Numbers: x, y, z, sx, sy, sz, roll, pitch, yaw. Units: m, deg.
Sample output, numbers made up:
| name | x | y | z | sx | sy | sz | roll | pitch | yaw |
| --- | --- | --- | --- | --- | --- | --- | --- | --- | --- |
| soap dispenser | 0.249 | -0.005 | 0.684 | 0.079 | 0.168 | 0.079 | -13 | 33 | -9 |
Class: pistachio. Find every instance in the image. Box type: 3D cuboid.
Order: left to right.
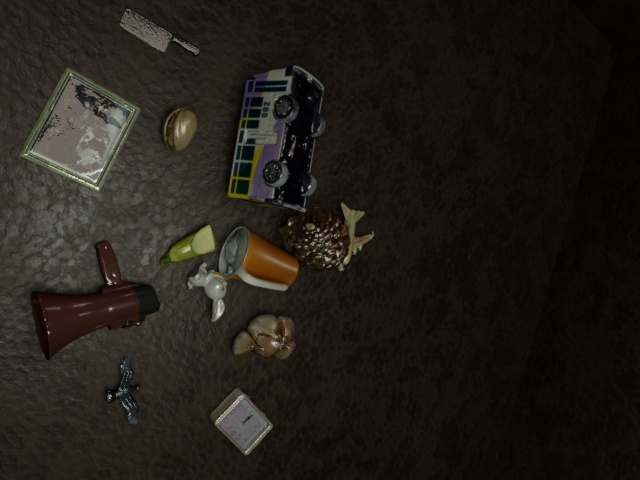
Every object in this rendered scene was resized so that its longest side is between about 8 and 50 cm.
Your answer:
| name | x | y | z | sx | sy | sz | roll | pitch | yaw |
| --- | --- | --- | --- | --- | --- | --- | --- | --- | --- |
| pistachio | -0.445 | -0.355 | 1.501 | 0.113 | 0.113 | 0.149 | 17 | 100 | -30 |

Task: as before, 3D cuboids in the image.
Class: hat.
| name | x | y | z | sx | sy | sz | roll | pitch | yaw |
| --- | --- | --- | --- | --- | --- | --- | --- | --- | --- |
| hat | -0.126 | -0.035 | 1.734 | 0.146 | 0.067 | 0.146 | 15 | 90 | -72 |

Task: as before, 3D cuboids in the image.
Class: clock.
| name | x | y | z | sx | sy | sz | roll | pitch | yaw |
| --- | --- | --- | --- | --- | --- | --- | --- | --- | --- |
| clock | -0.280 | 0.641 | 1.689 | 0.147 | 0.071 | 0.192 | -43 | 113 | -20 |

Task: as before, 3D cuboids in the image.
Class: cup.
| name | x | y | z | sx | sy | sz | roll | pitch | yaw |
| --- | --- | --- | --- | --- | --- | --- | --- | --- | --- |
| cup | -0.204 | 0.085 | 1.614 | 0.263 | 0.226 | 0.182 | 24 | 114 | -36 |

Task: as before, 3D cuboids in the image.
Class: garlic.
| name | x | y | z | sx | sy | sz | roll | pitch | yaw |
| --- | --- | --- | --- | --- | --- | --- | --- | --- | --- |
| garlic | -0.195 | 0.334 | 1.670 | 0.213 | 0.191 | 0.160 | 13 | 63 | -19 |

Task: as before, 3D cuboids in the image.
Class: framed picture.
| name | x | y | z | sx | sy | sz | roll | pitch | yaw |
| --- | --- | --- | --- | --- | --- | --- | --- | --- | --- |
| framed picture | -0.699 | -0.323 | 1.398 | 0.232 | 0.019 | 0.297 | 27 | 81 | -29 |

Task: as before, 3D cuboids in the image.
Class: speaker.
| name | x | y | z | sx | sy | sz | roll | pitch | yaw |
| --- | --- | --- | --- | --- | --- | --- | --- | --- | --- |
| speaker | -0.678 | 0.171 | 1.410 | 0.329 | 0.198 | 0.259 | -20 | 64 | -42 |

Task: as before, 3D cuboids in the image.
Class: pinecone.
| name | x | y | z | sx | sy | sz | roll | pitch | yaw |
| --- | --- | --- | --- | --- | --- | --- | --- | --- | --- |
| pinecone | 0.000 | 0.000 | 1.666 | 0.224 | 0.224 | 0.273 | -57 | 151 | -14 |

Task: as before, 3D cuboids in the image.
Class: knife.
| name | x | y | z | sx | sy | sz | roll | pitch | yaw |
| --- | --- | --- | --- | --- | --- | --- | --- | --- | --- |
| knife | -0.501 | -0.634 | 1.492 | 0.245 | 0.019 | 0.072 | 22 | 87 | -27 |

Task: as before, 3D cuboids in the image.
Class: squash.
| name | x | y | z | sx | sy | sz | roll | pitch | yaw |
| --- | --- | --- | --- | --- | --- | --- | --- | --- | --- |
| squash | -0.431 | 0.028 | 1.550 | 0.200 | 0.075 | 0.090 | -32 | 135 | -23 |

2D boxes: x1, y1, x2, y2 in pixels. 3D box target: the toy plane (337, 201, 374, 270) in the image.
| name | x | y | z | sx | sy | sz | roll | pitch | yaw |
| --- | --- | --- | --- | --- | --- | --- | --- | --- | --- |
| toy plane | 0.101 | -0.009 | 1.839 | 0.241 | 0.104 | 0.256 | 21 | 84 | -32 |

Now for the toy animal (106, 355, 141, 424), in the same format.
| name | x | y | z | sx | sy | sz | roll | pitch | yaw |
| --- | --- | --- | --- | --- | --- | --- | --- | --- | --- |
| toy animal | -0.615 | 0.474 | 1.486 | 0.107 | 0.062 | 0.221 | -5 | 90 | -29 |

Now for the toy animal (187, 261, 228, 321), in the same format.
| name | x | y | z | sx | sy | sz | roll | pitch | yaw |
| --- | --- | --- | --- | --- | --- | --- | --- | --- | --- |
| toy animal | -0.365 | 0.166 | 1.605 | 0.127 | 0.131 | 0.182 | -38 | 107 | 12 |

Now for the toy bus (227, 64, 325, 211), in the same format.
| name | x | y | z | sx | sy | sz | roll | pitch | yaw |
| --- | --- | --- | --- | --- | --- | --- | --- | --- | --- |
| toy bus | -0.148 | -0.333 | 1.583 | 0.209 | 0.249 | 0.441 | 9 | 90 | -59 |
